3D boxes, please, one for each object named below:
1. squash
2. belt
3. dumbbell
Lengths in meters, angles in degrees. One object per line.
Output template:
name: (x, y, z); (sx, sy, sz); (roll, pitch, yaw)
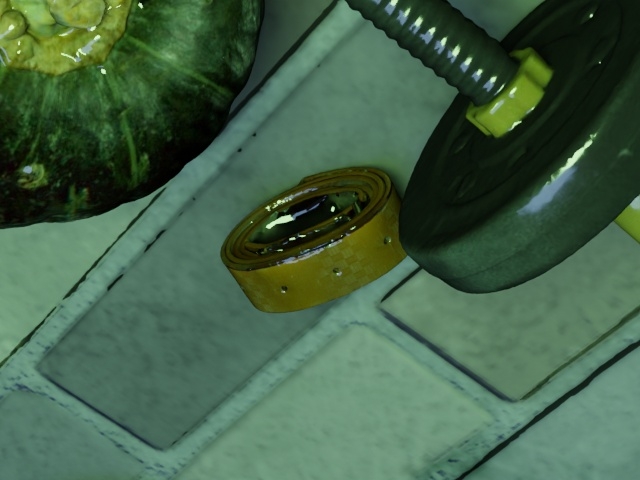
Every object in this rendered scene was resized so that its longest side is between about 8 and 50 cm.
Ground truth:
squash: (-0.112, -0.098, 0.570); (0.193, 0.156, 0.193); (-2, 103, -7)
belt: (0.000, 0.000, 0.689); (0.083, 0.059, 0.036); (-21, 123, 17)
dumbbell: (0.139, -0.002, 0.589); (0.325, 0.143, 0.143); (37, 130, -16)
